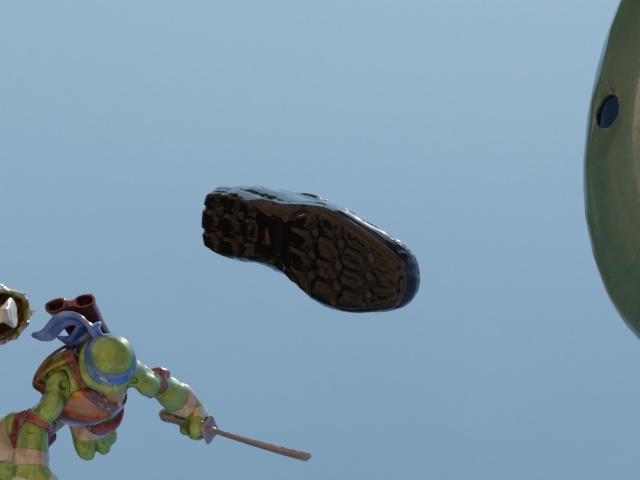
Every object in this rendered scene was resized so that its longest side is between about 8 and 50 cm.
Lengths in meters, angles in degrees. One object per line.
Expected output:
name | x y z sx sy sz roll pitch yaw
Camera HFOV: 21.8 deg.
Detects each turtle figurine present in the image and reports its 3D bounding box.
turtle figurine | -0.208 0.203 1.578 0.198 0.274 0.266 -52 -170 -26

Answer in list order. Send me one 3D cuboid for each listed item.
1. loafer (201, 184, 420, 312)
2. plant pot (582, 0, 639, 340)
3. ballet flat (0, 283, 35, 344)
loafer | 0.000 0.000 1.258 0.223 0.078 0.076 20 -70 46
plant pot | 0.231 -0.016 0.491 0.271 0.255 0.272 -39 -138 47
ballet flat | -0.348 0.078 1.619 0.077 0.241 0.091 -9 -83 11
